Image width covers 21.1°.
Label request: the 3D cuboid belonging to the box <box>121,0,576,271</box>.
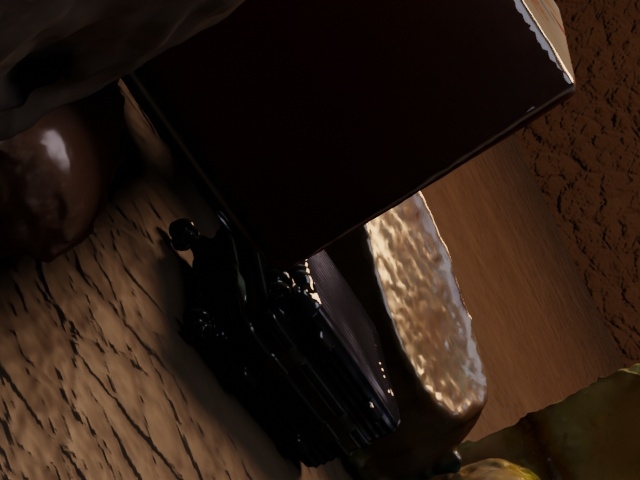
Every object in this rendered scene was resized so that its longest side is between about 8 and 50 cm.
[{"bbox_3d":[-0.040,-0.194,0.702,0.345,0.122,0.385,56,12,-6],"label":"box"}]

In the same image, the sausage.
[{"bbox_3d":[-0.123,-0.112,0.643,0.078,0.078,0.304,49,17,-48],"label":"sausage"}]

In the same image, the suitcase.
[{"bbox_3d":[-0.014,0.043,0.808,0.126,0.059,0.086,56,14,-40],"label":"suitcase"}]

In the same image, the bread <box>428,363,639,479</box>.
[{"bbox_3d":[0.178,0.182,1.068,0.168,0.163,0.264,64,11,12],"label":"bread"}]

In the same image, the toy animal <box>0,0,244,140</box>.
[{"bbox_3d":[-0.062,-0.168,0.382,0.226,0.358,0.188,-18,55,-41],"label":"toy animal"}]

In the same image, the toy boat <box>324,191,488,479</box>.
[{"bbox_3d":[0.007,-0.007,0.924,0.108,0.099,0.293,-22,85,-52],"label":"toy boat"}]

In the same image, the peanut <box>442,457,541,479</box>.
[{"bbox_3d":[0.101,0.200,0.883,0.087,0.087,0.207,51,19,-44],"label":"peanut"}]
